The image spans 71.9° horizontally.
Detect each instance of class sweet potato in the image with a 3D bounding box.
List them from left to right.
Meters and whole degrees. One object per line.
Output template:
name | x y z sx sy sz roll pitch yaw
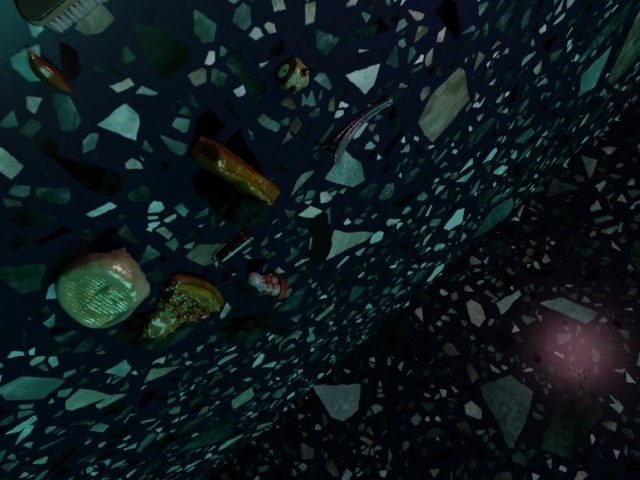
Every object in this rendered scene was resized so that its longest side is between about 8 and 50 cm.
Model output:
sweet potato | -0.489 -0.298 0.797 0.034 0.034 0.095 -39 146 -2

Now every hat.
hat | -0.208 0.163 1.648 0.162 0.112 0.093 18 89 -44
hat | -0.062 -0.406 1.102 0.077 0.059 0.076 -44 154 -3

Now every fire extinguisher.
fire extinguisher | -0.284 0.029 1.428 0.158 0.043 0.064 -38 119 -5

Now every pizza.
pizza | -0.465 0.211 1.439 0.288 0.074 0.251 -29 145 -21

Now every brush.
brush | -0.347 -0.457 0.730 0.327 0.070 0.065 -41 167 -2

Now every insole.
insole | 0.000 0.000 1.734 0.109 0.007 0.322 -31 148 -18

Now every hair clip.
hair clip | 0.114 -0.353 1.367 0.275 0.083 0.048 -47 144 -4

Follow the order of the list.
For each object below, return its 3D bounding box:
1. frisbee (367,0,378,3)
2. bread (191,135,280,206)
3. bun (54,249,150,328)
frisbee | 0.118 -0.669 1.005 0.211 0.012 0.187 5 126 -49
bread | -0.214 -0.171 1.160 0.077 0.139 0.271 -53 150 2
bun | -0.560 0.116 1.156 0.229 0.145 0.229 -2 123 -4
